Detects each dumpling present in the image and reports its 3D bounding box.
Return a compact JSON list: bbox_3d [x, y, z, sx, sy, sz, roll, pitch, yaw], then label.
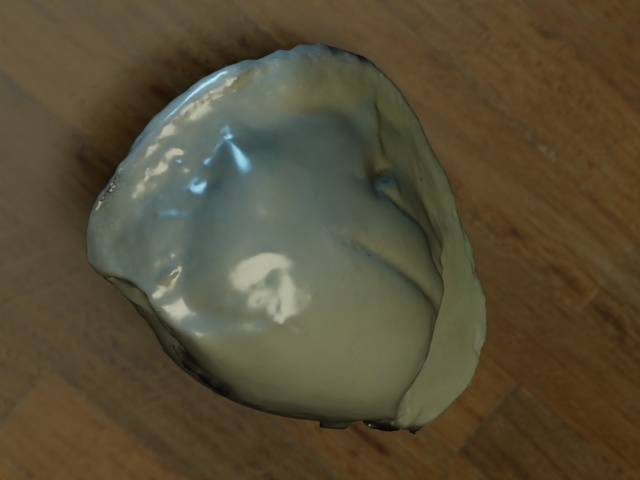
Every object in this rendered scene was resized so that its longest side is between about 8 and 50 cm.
[{"bbox_3d":[-0.005,-0.001,1.148,0.175,0.243,0.227,14,77,23],"label":"dumpling"}]
